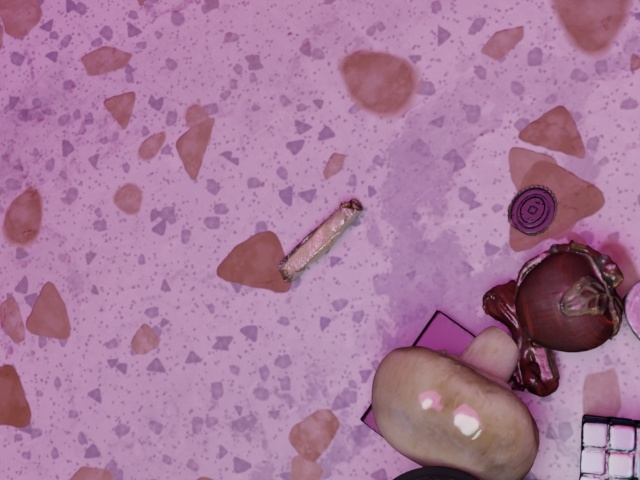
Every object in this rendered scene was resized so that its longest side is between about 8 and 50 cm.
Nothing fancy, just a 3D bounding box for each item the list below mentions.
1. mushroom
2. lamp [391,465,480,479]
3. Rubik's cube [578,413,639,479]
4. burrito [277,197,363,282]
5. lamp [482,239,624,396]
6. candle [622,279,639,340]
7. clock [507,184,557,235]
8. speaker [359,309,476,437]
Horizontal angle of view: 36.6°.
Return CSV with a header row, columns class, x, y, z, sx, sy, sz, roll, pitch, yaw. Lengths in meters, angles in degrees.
class,x,y,z,sx,sy,sz,roll,pitch,yaw
mushroom,0.214,0.232,1.412,0.254,0.260,0.234,12,66,56
lamp,0.146,0.430,1.327,0.374,0.272,0.205,4,59,28
Rubik's cube,0.449,0.338,1.395,0.151,0.154,0.155,3,84,17
burrito,0.000,0.000,1.643,0.185,0.041,0.045,-43,70,9
lamp,0.369,0.117,1.468,0.223,0.151,0.215,-37,60,54
candle,0.551,0.128,1.440,0.192,0.068,0.169,-6,82,20
clock,0.343,-0.050,1.559,0.074,0.010,0.083,33,93,19
speaker,0.159,0.223,1.559,0.082,0.044,0.218,34,93,19
